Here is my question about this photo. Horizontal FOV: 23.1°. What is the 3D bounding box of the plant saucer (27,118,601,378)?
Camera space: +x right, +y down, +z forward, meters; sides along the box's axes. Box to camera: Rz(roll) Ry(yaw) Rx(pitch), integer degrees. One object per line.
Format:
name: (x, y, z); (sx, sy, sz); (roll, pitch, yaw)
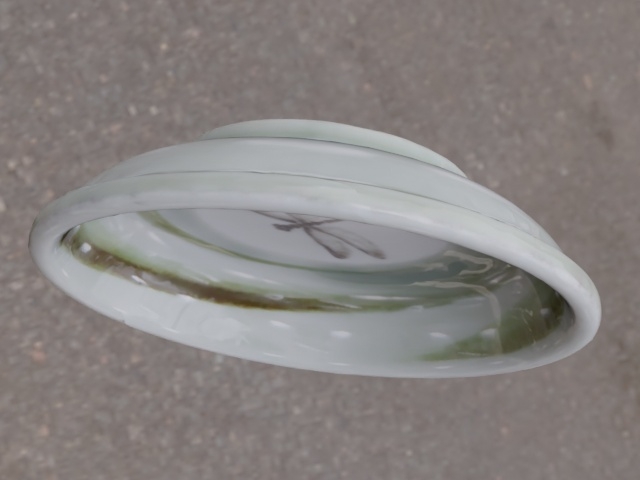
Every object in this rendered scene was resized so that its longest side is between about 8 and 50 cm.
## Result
plant saucer: (0.000, 0.000, 1.110); (0.400, 0.400, 0.100); (27, 64, -45)
